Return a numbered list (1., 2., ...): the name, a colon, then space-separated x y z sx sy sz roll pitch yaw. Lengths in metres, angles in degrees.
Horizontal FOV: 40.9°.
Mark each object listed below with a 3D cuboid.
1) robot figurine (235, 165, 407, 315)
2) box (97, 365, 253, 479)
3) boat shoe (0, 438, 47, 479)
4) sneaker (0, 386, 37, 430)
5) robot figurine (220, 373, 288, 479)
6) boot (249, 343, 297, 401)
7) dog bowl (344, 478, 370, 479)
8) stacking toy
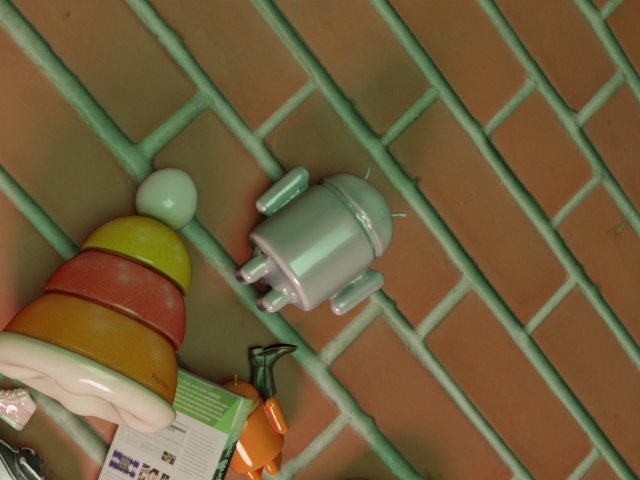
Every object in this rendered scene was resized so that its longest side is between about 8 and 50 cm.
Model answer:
1. robot figurine: 0.000 0.000 1.705 0.353 0.200 0.300 -36 97 -13
2. box: -0.289 0.411 1.640 0.232 0.058 0.322 20 88 22
3. boat shoe: -0.566 0.434 1.595 0.301 0.108 0.102 53 44 -4
4. sneaker: -0.589 0.289 1.596 0.134 0.051 0.070 44 78 -21
5. robot figurine: -0.157 0.376 1.719 0.128 0.158 0.219 -37 107 -36
6. boot: -0.096 0.275 1.779 0.106 0.037 0.114 -5 93 -6
7. dog bowl: 0.084 0.657 1.841 0.264 0.104 0.265 -2 95 -20
8. stacking toy: -0.347 0.080 1.579 0.350 0.350 0.480 31 65 -19
